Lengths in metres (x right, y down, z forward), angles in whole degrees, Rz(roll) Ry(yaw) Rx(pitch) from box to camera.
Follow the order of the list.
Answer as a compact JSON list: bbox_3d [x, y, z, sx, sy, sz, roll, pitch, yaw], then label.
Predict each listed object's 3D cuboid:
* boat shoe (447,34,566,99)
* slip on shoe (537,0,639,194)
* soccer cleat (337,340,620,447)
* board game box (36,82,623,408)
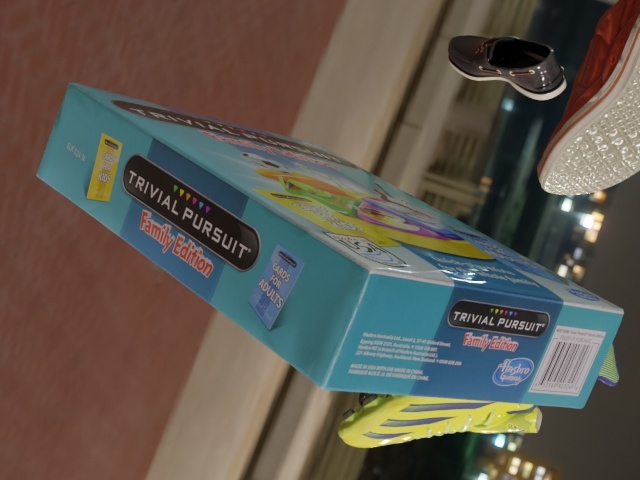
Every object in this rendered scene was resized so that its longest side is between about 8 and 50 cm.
[{"bbox_3d":[0.162,-0.164,1.223,0.049,0.133,0.042,-42,131,-17],"label":"boat shoe"},{"bbox_3d":[0.324,-0.170,1.457,0.331,0.123,0.101,112,-25,-45],"label":"slip on shoe"},{"bbox_3d":[0.149,0.151,1.322,0.289,0.121,0.093,-28,-171,20],"label":"soccer cleat"},{"bbox_3d":[0.000,0.000,0.948,0.254,0.336,0.079,10,106,-45],"label":"board game box"}]
